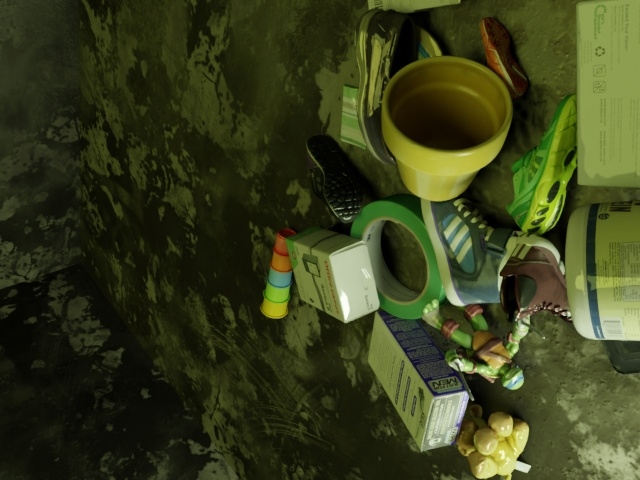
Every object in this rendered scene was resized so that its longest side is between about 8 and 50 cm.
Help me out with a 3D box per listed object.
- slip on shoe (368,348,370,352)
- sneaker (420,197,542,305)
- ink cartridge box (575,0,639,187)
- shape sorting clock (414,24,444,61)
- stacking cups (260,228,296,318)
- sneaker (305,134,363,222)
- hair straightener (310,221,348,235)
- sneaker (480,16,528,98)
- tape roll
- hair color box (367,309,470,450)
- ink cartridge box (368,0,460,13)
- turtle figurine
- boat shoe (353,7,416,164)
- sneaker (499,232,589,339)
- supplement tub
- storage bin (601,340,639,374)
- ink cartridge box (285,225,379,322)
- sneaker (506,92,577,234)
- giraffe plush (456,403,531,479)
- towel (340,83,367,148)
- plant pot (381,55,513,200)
[{"bbox_3d":[0.197,0.358,1.896,0.135,0.051,0.041,36,173,24],"label":"slip on shoe"},{"bbox_3d":[0.371,-0.023,1.454,0.236,0.130,0.322,-17,79,34],"label":"sneaker"},{"bbox_3d":[0.596,-0.245,1.077,0.330,0.071,0.323,7,113,37],"label":"ink cartridge box"},{"bbox_3d":[0.210,-0.395,1.508,0.206,0.040,0.206,28,133,36],"label":"shape sorting clock"},{"bbox_3d":[-0.123,0.107,2.137,0.096,0.096,0.316,39,129,33],"label":"stacking cups"},{"bbox_3d":[0.033,-0.146,1.785,0.124,0.107,0.283,107,150,-53],"label":"sneaker"},{"bbox_3d":[0.000,0.000,1.966,0.089,0.047,0.230,60,146,11],"label":"hair straightener"},{"bbox_3d":[0.357,-0.366,1.327,0.067,0.064,0.175,-19,90,61],"label":"sneaker"},{"bbox_3d":[0.212,0.042,1.691,0.321,0.077,0.321,27,127,42],"label":"tape roll"},{"bbox_3d":[0.242,0.346,1.686,0.338,0.110,0.185,-121,30,-53],"label":"hair color box"},{"bbox_3d":[0.198,-0.638,1.384,0.261,0.066,0.296,12,117,47],"label":"ink cartridge box"},{"bbox_3d":[0.367,0.207,1.492,0.197,0.275,0.266,-50,58,12],"label":"turtle figurine"},{"bbox_3d":[0.162,-0.333,1.461,0.130,0.132,0.355,15,125,45],"label":"boat shoe"},{"bbox_3d":[0.447,0.134,1.318,0.281,0.162,0.106,49,159,-13],"label":"sneaker"},{"bbox_3d":[0.583,0.046,1.056,0.325,0.235,0.235,-3,106,30],"label":"supplement tub"},{"bbox_3d":[0.607,0.157,1.259,0.122,0.084,0.180,-24,87,53],"label":"storage bin"},{"bbox_3d":[0.028,0.086,1.793,0.273,0.115,0.198,18,126,61],"label":"ink cartridge box"},{"bbox_3d":[0.437,-0.154,1.288,0.123,0.110,0.295,44,130,44],"label":"sneaker"},{"bbox_3d":[0.408,0.496,1.634,0.210,0.181,0.170,49,167,-34],"label":"giraffe plush"},{"bbox_3d":[0.092,-0.321,1.704,0.113,0.023,0.151,26,126,40],"label":"towel"},{"bbox_3d":[0.255,-0.214,1.375,0.254,0.254,0.239,48,165,24],"label":"plant pot"}]
